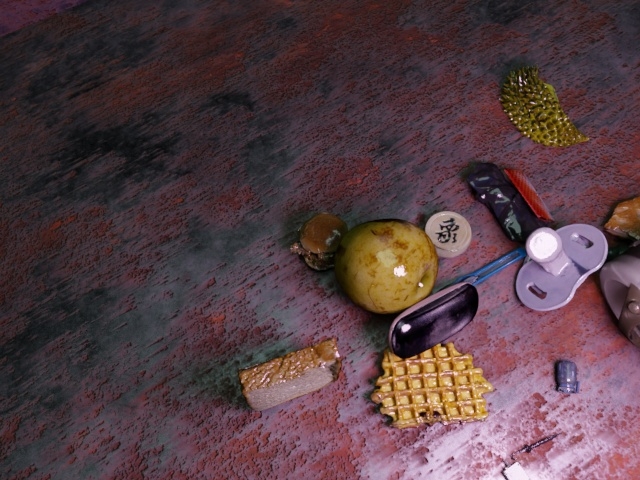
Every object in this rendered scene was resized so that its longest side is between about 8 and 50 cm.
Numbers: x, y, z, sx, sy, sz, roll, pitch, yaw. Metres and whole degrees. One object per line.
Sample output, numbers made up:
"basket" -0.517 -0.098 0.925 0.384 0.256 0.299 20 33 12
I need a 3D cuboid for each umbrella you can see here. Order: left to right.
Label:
"umbrella" 0.542 0.510 1.457 0.148 0.022 0.022 -25 106 -10

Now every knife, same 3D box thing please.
"knife" 0.468 0.093 1.675 0.296 0.026 0.044 -28 53 -11

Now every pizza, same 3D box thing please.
"pizza" 0.906 -0.043 1.700 0.161 0.062 0.182 -2 56 -3

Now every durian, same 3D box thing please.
"durian" 0.716 -0.441 1.917 0.169 0.157 0.356 1 56 -37

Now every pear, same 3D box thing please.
"pear" 0.176 0.064 1.576 0.283 0.283 0.284 -1 62 2

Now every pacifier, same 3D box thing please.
"pacifier" 0.615 0.044 1.568 0.279 0.207 0.227 -50 33 6

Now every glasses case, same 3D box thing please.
"glasses case" 0.305 0.209 1.538 0.314 0.122 0.075 -23 28 -29

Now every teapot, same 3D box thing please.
"teapot" 0.645 0.359 1.521 0.049 0.063 0.083 -7 60 36

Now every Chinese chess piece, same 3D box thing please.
"Chinese chess piece" 0.374 -0.018 1.719 0.144 0.058 0.144 -1 63 3

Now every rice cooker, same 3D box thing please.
"rice cooker" 0.888 0.131 1.441 0.325 0.335 0.335 -32 65 2

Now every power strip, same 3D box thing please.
"power strip" 0.493 0.596 1.415 0.051 0.019 0.136 -31 65 -11

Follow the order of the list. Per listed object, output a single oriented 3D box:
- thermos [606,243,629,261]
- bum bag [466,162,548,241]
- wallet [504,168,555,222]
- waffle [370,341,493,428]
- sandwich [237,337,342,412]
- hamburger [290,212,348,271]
"thermos" 0.895 0.054 1.646 0.187 0.073 0.083 17 66 12
"bum bag" 0.558 -0.113 1.753 0.137 0.074 0.310 -23 64 -20
"wallet" 0.632 -0.138 1.755 0.103 0.020 0.197 6 50 -40
"waffle" 0.282 0.387 1.512 0.309 0.065 0.283 34 67 23
"sandwich" -0.073 0.336 1.464 0.251 0.226 0.087 -17 61 -7
"hamburger" 0.000 0.000 1.690 0.184 0.131 0.159 -17 59 -2
